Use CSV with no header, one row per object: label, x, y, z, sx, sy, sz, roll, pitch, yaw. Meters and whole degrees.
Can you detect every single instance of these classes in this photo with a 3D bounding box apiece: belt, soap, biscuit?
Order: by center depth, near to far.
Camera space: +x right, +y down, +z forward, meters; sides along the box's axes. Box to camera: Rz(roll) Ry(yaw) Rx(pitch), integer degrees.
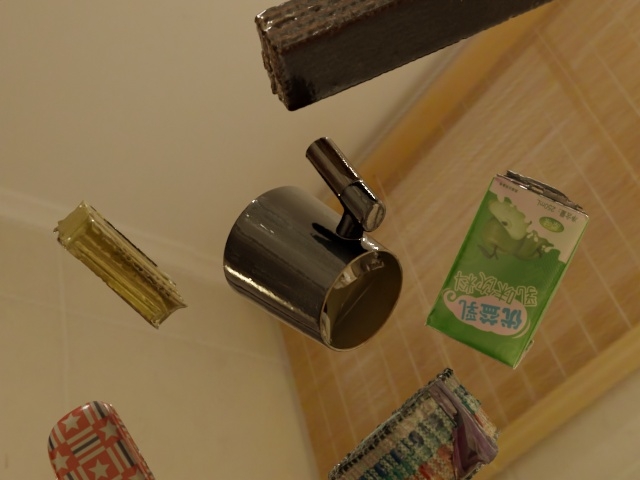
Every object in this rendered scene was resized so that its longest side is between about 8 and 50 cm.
biscuit,0.115,-0.274,1.044,0.388,0.073,0.107,-25,-33,-7
belt,0.152,0.328,1.348,0.295,0.160,0.207,-47,-10,28
soap,-0.340,0.043,1.539,0.076,0.135,0.233,-46,-63,0

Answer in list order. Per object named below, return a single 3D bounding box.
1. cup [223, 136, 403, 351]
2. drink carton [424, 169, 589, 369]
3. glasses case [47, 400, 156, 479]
cup,-0.012,0.011,1.119,0.166,0.177,0.239,-34,-46,-25
drink carton,0.291,0.042,1.380,0.271,0.161,0.108,-66,-13,12
glasses case,-0.167,0.232,0.770,0.073,0.194,0.049,-30,-13,-9
